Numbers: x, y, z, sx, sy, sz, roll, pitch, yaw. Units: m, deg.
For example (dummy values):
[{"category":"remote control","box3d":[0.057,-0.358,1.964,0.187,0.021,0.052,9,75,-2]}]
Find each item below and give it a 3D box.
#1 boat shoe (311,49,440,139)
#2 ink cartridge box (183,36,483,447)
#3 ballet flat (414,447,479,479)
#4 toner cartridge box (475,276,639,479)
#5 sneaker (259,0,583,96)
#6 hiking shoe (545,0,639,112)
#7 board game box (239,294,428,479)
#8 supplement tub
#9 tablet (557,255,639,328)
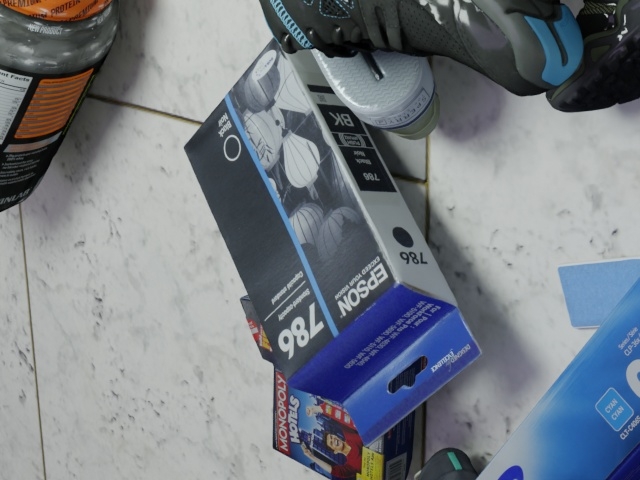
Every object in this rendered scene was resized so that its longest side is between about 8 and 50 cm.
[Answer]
[{"category":"boat shoe","box3d":[0.009,-0.207,1.095,0.109,0.094,0.302,-25,67,7]},{"category":"ink cartridge box","box3d":[0.000,0.000,1.148,0.165,0.065,0.332,-46,60,35]},{"category":"ballet flat","box3d":[0.095,0.258,1.211,0.074,0.074,0.203,46,139,25]},{"category":"toner cartridge box","box3d":[0.234,0.097,0.925,0.075,0.165,0.347,50,134,23]},{"category":"sneaker","box3d":[0.045,-0.176,0.954,0.341,0.125,0.139,42,110,38]},{"category":"hiking shoe","box3d":[0.221,-0.186,0.909,0.227,0.086,0.114,-52,51,39]},{"category":"board game box","box3d":[0.008,0.121,1.248,0.194,0.060,0.194,22,120,41]},{"category":"supplement tub","box3d":[-0.338,-0.196,1.384,0.207,0.207,0.338,55,135,17]},{"category":"tablet","box3d":[0.223,0.041,1.033,0.083,0.006,0.054,-8,99,48]}]
